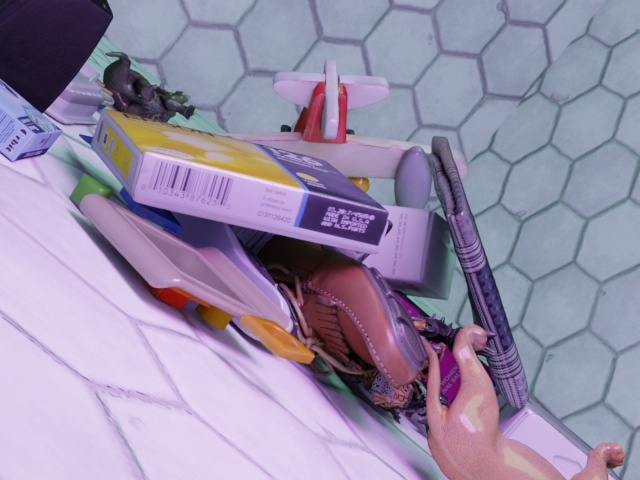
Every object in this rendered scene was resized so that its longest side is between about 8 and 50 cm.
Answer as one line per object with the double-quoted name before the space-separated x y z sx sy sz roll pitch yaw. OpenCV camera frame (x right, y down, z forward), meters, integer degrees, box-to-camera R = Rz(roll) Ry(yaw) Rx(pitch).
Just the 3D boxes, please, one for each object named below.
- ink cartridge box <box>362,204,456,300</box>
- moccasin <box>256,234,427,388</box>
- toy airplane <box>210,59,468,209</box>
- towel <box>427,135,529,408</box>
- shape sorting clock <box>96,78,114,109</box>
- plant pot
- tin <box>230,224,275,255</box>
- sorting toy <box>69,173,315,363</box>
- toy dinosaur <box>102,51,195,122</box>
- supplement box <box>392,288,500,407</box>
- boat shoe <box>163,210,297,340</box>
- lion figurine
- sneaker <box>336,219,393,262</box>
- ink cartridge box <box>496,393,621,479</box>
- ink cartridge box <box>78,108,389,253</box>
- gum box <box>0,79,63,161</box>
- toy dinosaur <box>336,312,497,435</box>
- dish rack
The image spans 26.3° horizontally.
"ink cartridge box" 0.060 0.011 2.131 0.272 0.115 0.198 7 -8 20
"moccasin" 0.003 0.085 1.643 0.380 0.147 0.139 39 -18 55
"toy airplane" 0.003 -0.126 2.332 0.386 0.273 0.384 -12 -23 37
"towel" 0.215 0.038 1.961 0.324 0.056 0.312 -91 161 -67
"shape sorting clock" -0.433 -0.294 2.317 0.206 0.040 0.206 40 4 -3
"plant pot" -0.375 -0.303 1.727 0.187 0.167 0.188 34 25 -57
"tin" -0.110 -0.012 1.801 0.189 0.106 0.040 34 15 -48
"sorting toy" -0.143 0.037 1.408 0.196 0.047 0.347 26 11 -46
"toy dinosaur" -0.338 -0.262 2.529 0.160 0.121 0.313 29 2 32
"supplement box" 0.154 0.181 2.037 0.220 0.111 0.114 40 4 15
"boat shoe" -0.099 0.039 1.571 0.228 0.080 0.076 43 -3 34
"lion figurine" 0.226 0.270 1.546 0.392 0.142 0.240 34 32 6
"sneaker" 0.000 0.000 1.910 0.129 0.111 0.297 45 -30 3
"ink cartridge box" 0.326 0.325 1.994 0.207 0.117 0.283 40 4 0
"ink cartridge box" -0.110 -0.084 1.629 0.303 0.072 0.307 11 16 -24
"gum box" -0.373 -0.161 1.471 0.184 0.041 0.157 41 4 -4
"toy dinosaur" 0.097 0.142 1.799 0.218 0.164 0.322 22 32 -19
"dish rack" -0.437 -0.284 2.001 0.285 0.072 0.333 39 3 -2
